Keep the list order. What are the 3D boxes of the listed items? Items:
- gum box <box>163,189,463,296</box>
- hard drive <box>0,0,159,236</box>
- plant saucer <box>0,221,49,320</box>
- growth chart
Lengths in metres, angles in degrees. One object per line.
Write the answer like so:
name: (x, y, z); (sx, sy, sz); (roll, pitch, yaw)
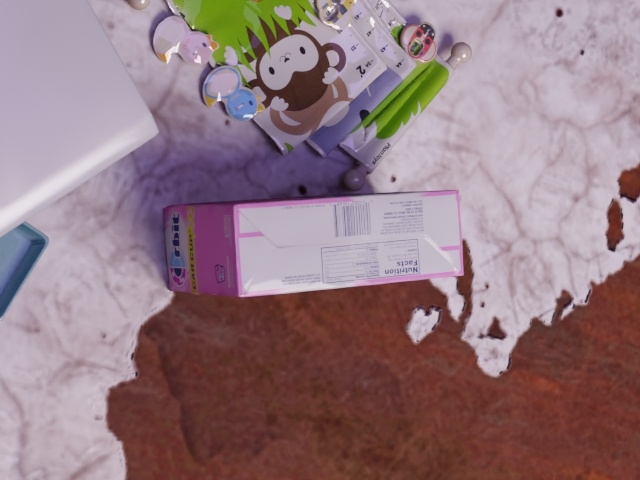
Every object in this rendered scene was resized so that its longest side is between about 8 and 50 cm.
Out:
gum box: (0.000, 0.000, 1.263); (0.188, 0.107, 0.062); (-4, 92, -30)
hard drive: (-0.297, -0.075, 1.108); (0.353, 0.047, 0.233); (-36, 106, -25)
plant saucer: (-0.266, -0.025, 1.162); (0.192, 0.018, 0.067); (36, 73, -24)
growth chart: (-0.014, -0.147, 1.305); (0.237, 0.021, 0.172); (42, 72, -23)
